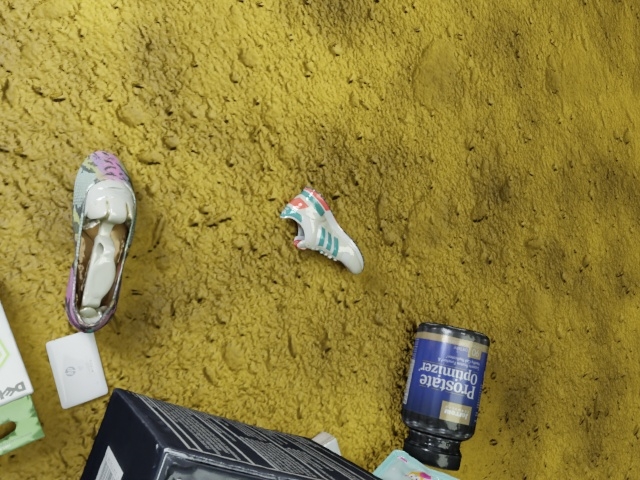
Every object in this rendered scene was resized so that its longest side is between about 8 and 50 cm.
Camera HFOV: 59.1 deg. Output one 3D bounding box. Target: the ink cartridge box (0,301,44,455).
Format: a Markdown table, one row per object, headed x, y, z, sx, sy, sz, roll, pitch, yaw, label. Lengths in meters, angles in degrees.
| x | y | z | sx | sy | sz | roll | pitch | yaw | label |
| --- | --- | --- | --- | --- | --- | --- | --- | --- | --- |
| -0.371 | 0.133 | 0.581 | 0.109 | 0.062 | 0.209 | -20 | 93 | -33 | ink cartridge box |

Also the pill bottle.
| x | y | z | sx | sy | sz | roll | pitch | yaw | label |
| --- | --- | --- | --- | --- | --- | --- | --- | --- | --- |
| 0.202 | 0.254 | 0.933 | 0.123 | 0.123 | 0.219 | 20 | 77 | -31 | pill bottle |

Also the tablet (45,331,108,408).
| x | y | z | sx | sy | sz | roll | pitch | yaw | label |
| --- | --- | --- | --- | --- | --- | --- | --- | --- | --- |
| -0.292 | 0.154 | 0.680 | 0.054 | 0.006 | 0.083 | -15 | 96 | -33 | tablet |

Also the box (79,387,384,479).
| x | y | z | sx | sy | sz | roll | pitch | yaw | label |
| --- | --- | --- | --- | --- | --- | --- | --- | --- | --- |
| -0.093 | 0.306 | 0.614 | 0.294 | 0.296 | 0.182 | 23 | 77 | -24 | box |

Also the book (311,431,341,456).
| x | y | z | sx | sy | sz | roll | pitch | yaw | label |
| --- | --- | --- | --- | --- | --- | --- | --- | --- | --- |
| -0.004 | 0.378 | 0.848 | 0.096 | 0.035 | 0.144 | -23 | 103 | -30 | book |

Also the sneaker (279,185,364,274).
| x | y | z | sx | sy | sz | roll | pitch | yaw | label |
| --- | --- | --- | --- | --- | --- | --- | --- | --- | --- |
| 0.000 | 0.000 | 0.859 | 0.075 | 0.057 | 0.161 | -39 | 111 | -11 | sneaker |

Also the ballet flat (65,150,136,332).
| x | y | z | sx | sy | sz | roll | pitch | yaw | label |
| --- | --- | --- | --- | --- | --- | --- | --- | --- | --- |
| -0.255 | 0.000 | 0.667 | 0.077 | 0.079 | 0.221 | 10 | 82 | -32 | ballet flat |

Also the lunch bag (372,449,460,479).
| x | y | z | sx | sy | sz | roll | pitch | yaw | label |
| --- | --- | --- | --- | --- | --- | --- | --- | --- | --- |
| 0.095 | 0.481 | 0.812 | 0.262 | 0.160 | 0.223 | -32 | 118 | -35 | lunch bag |
